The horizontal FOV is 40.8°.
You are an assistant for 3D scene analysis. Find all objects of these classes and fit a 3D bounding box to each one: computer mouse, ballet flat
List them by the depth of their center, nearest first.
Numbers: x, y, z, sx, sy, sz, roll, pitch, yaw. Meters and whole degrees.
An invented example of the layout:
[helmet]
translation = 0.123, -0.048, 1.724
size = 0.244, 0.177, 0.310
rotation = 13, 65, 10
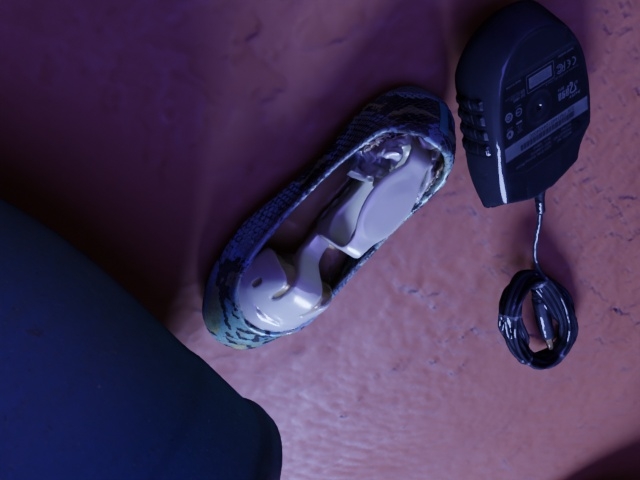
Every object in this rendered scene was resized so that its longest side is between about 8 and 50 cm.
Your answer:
[ballet flat]
translation = 0.000, 0.000, 0.452
size = 0.070, 0.070, 0.188
rotation = 30, 111, -23
[computer mouse]
translation = 0.112, -0.019, 0.479
size = 0.071, 0.041, 0.242
rotation = -31, 129, -23

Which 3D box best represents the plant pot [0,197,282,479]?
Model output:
[plant pot]
translation = -0.200, 0.080, 0.367
size = 0.272, 0.271, 0.255
rotation = -36, 103, 12
